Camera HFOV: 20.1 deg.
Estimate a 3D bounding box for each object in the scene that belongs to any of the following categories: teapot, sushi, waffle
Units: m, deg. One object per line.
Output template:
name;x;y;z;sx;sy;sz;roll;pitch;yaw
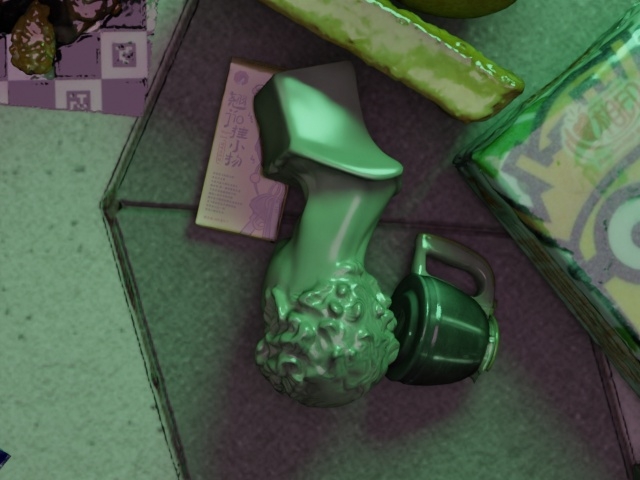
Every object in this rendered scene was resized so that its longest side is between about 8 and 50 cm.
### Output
teapot;0.109;0.066;1.516;0.090;0.092;0.124;14;97;-21
sushi;-0.240;-0.204;1.506;0.210;0.040;0.193;8;91;-4
waffle;0.032;-0.177;1.465;0.274;0.168;0.057;30;96;-6

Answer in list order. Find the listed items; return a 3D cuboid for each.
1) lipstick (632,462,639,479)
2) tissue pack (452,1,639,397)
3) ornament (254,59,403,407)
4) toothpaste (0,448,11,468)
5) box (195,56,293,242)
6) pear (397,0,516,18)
lipstick;0.433;0.194;1.551;0.317;0.066;0.068;-11;92;-3
tissue pack;0.294;-0.020;1.505;0.228;0.128;0.311;-41;94;-4
ornament;0.008;-0.005;1.473;0.120;0.130;0.285;1;94;-13
toothpaste;-0.302;0.167;1.526;0.083;0.015;0.024;39;88;-10
box;-0.057;-0.077;1.532;0.073;0.020;0.149;12;91;-4
pear;0.102;-0.290;1.450;0.208;0.209;0.209;0;92;-4
